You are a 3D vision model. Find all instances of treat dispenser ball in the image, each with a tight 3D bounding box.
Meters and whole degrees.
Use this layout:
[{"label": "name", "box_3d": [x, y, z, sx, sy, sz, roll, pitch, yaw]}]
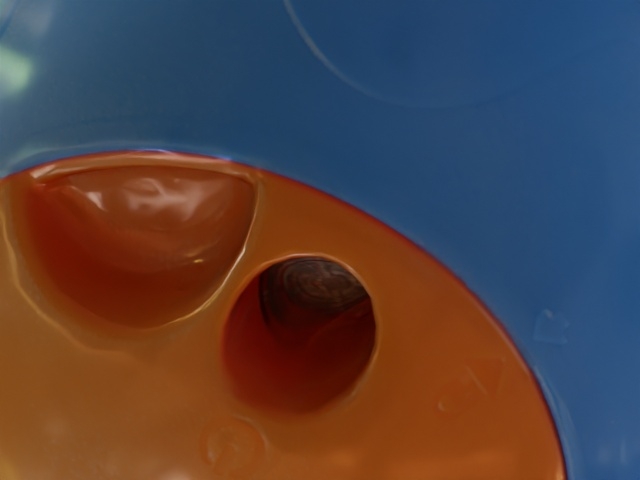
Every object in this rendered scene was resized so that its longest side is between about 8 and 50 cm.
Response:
[{"label": "treat dispenser ball", "box_3d": [0.000, 0.000, 0.500, 0.288, 0.288, 0.288, 13, -127, -18]}]
